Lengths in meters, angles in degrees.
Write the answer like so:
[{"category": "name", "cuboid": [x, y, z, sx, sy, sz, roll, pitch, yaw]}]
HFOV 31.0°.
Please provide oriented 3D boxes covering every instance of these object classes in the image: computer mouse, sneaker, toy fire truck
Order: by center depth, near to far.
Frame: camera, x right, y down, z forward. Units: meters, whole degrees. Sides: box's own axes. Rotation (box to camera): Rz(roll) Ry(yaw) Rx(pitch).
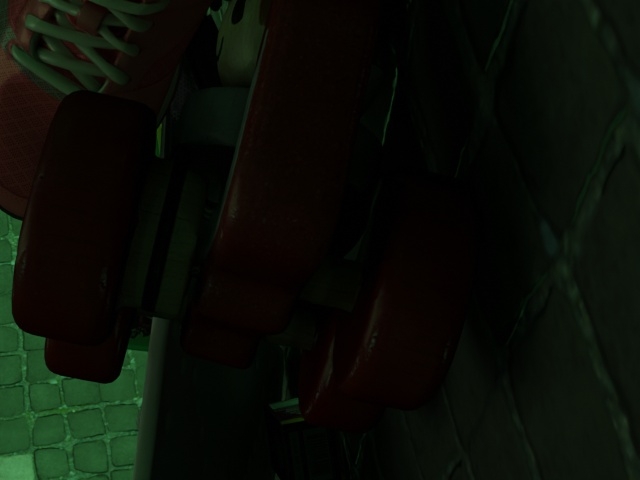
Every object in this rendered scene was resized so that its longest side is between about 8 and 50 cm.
[{"category": "toy fire truck", "cuboid": [-0.023, -0.055, 0.538, 0.302, 0.169, 0.254, 122, 159, -74]}, {"category": "sneaker", "cuboid": [-0.106, -0.142, 0.587, 0.314, 0.116, 0.136, -59, 7, 15]}, {"category": "computer mouse", "cuboid": [-0.094, -0.111, 0.992, 0.188, 0.072, 0.272, -64, -25, -75]}]

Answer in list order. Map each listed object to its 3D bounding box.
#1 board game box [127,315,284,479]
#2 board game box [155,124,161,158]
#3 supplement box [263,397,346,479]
[{"category": "board game box", "cuboid": [-0.094, 0.228, 0.799, 0.390, 0.050, 0.390, 66, -152, -71]}, {"category": "board game box", "cuboid": [-0.153, -0.068, 1.339, 0.242, 0.064, 0.316, 111, 149, -67]}, {"category": "supplement box", "cuboid": [-0.012, 0.149, 0.851, 0.083, 0.043, 0.055, -174, 75, -79]}]
